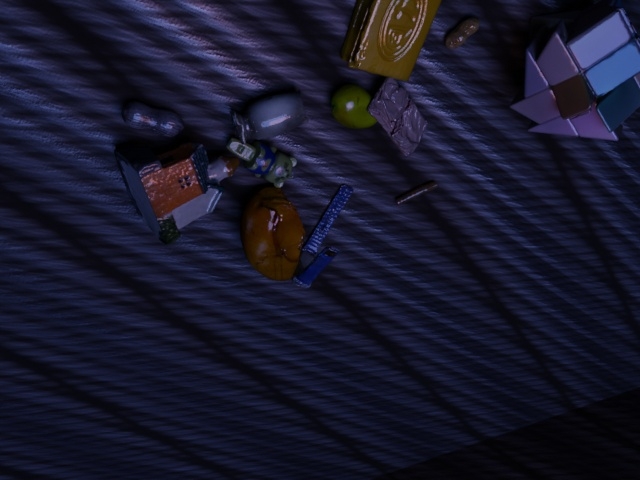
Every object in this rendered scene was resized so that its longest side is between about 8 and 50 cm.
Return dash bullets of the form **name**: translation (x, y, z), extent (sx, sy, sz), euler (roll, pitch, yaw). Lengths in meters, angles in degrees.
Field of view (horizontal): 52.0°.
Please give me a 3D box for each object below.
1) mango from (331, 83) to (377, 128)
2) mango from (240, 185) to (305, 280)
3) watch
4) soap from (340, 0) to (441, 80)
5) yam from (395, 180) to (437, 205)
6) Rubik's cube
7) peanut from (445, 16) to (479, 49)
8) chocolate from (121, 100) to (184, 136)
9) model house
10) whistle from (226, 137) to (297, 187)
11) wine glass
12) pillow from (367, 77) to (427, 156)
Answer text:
- **mango**: translation (0.101, -0.373, 1.866), extent (0.163, 0.089, 0.117), euler (32, 96, -37)
- **mango**: translation (-0.138, -0.009, 2.010), extent (0.199, 0.201, 0.350), euler (20, 138, 18)
- **watch**: translation (0.000, -0.005, 2.079), extent (0.068, 0.276, 0.274), euler (25, 139, -11)
- **soap**: translation (0.195, -0.595, 1.731), extent (0.204, 0.096, 0.325), euler (5, 123, -24)
- **yam**: translation (0.314, -0.156, 2.149), extent (0.145, 0.032, 0.032), euler (-26, 130, -1)
- **Rubik's cube**: translation (0.748, -0.488, 1.873), extent (0.368, 0.358, 0.387), euler (-21, 111, 44)
- **peanut**: translation (0.399, -0.583, 1.843), extent (0.113, 0.054, 0.054), euler (-41, 129, 18)
- **chocolate**: translation (-0.439, -0.318, 1.724), extent (0.166, 0.072, 0.072), euler (14, 120, -26)
- **model house**: translation (-0.374, -0.174, 1.814), extent (0.300, 0.190, 0.272), euler (-27, 129, -18)
- **whistle**: translation (-0.167, -0.231, 1.880), extent (0.227, 0.085, 0.105), euler (26, 104, -33)
- **wine glass**: translation (-0.139, -0.337, 1.792), extent (0.204, 0.111, 0.111), euler (-18, 130, -5)
- **pillow**: translation (0.235, -0.359, 1.911), extent (0.248, 0.049, 0.135), euler (41, 74, -46)
